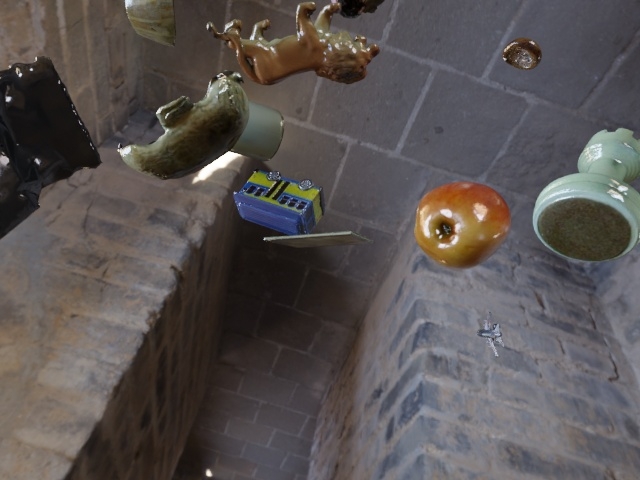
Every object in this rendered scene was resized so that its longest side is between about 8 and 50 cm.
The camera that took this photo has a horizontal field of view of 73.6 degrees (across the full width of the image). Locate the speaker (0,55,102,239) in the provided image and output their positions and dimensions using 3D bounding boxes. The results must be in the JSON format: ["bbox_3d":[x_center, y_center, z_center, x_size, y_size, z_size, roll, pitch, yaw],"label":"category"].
[{"bbox_3d":[-0.492,-0.110,0.488,0.389,0.184,0.180,8,135,12],"label":"speaker"}]

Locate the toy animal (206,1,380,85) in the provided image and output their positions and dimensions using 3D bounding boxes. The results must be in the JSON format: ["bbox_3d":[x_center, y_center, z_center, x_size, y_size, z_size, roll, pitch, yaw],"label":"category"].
[{"bbox_3d":[-0.043,-0.368,0.836,0.313,0.097,0.157,-11,103,4],"label":"toy animal"}]

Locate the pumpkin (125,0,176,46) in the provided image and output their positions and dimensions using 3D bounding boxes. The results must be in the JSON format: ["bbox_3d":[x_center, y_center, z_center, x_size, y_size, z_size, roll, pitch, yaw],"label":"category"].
[{"bbox_3d":[-0.400,-0.571,1.005,0.110,0.217,0.217,-9,132,-15],"label":"pumpkin"}]

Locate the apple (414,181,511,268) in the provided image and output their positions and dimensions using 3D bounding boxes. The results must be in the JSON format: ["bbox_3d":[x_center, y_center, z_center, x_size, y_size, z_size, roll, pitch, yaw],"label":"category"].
[{"bbox_3d":[0.366,-0.046,1.132,0.242,0.241,0.241,8,106,30],"label":"apple"}]

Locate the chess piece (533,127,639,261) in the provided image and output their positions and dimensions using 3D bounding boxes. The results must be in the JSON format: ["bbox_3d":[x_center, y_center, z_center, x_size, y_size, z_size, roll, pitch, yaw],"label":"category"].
[{"bbox_3d":[0.591,-0.114,0.903,0.195,0.299,0.194,29,146,22],"label":"chess piece"}]

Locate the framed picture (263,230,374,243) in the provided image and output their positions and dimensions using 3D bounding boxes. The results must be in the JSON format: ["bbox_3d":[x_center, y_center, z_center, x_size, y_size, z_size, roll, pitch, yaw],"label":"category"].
[{"bbox_3d":[0.000,0.000,1.067,0.232,0.010,0.173,-3,171,23],"label":"framed picture"}]

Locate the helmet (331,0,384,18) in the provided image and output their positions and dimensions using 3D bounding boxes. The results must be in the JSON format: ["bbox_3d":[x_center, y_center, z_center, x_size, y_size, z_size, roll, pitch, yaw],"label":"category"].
[{"bbox_3d":[0.109,-0.769,1.251,0.198,0.253,0.154,-25,83,15],"label":"helmet"}]

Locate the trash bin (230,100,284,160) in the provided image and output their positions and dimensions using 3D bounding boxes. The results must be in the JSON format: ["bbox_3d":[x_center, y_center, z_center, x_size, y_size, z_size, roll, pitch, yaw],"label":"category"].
[{"bbox_3d":[-0.312,-0.447,1.691,0.263,0.277,0.217,8,100,-35],"label":"trash bin"}]

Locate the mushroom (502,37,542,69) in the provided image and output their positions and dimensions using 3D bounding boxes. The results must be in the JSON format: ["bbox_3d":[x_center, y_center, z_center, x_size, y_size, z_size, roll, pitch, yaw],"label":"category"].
[{"bbox_3d":[0.634,-0.585,1.339,0.123,0.123,0.052,32,87,-14],"label":"mushroom"}]

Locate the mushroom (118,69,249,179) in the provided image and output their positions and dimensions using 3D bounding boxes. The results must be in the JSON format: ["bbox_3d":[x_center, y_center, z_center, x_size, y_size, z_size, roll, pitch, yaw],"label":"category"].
[{"bbox_3d":[-0.311,-0.259,1.044,0.344,0.247,0.130,-36,86,-4],"label":"mushroom"}]

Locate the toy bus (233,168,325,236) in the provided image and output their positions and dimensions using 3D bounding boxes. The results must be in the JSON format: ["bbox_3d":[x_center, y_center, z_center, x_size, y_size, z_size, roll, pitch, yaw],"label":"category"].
[{"bbox_3d":[-0.142,-0.133,1.516,0.288,0.175,0.138,19,145,21],"label":"toy bus"}]

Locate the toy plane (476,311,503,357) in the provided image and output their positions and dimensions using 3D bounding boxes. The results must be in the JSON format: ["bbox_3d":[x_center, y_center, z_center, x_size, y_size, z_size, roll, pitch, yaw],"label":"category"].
[{"bbox_3d":[0.300,0.165,0.755,0.031,0.078,0.083,-6,171,0],"label":"toy plane"}]
